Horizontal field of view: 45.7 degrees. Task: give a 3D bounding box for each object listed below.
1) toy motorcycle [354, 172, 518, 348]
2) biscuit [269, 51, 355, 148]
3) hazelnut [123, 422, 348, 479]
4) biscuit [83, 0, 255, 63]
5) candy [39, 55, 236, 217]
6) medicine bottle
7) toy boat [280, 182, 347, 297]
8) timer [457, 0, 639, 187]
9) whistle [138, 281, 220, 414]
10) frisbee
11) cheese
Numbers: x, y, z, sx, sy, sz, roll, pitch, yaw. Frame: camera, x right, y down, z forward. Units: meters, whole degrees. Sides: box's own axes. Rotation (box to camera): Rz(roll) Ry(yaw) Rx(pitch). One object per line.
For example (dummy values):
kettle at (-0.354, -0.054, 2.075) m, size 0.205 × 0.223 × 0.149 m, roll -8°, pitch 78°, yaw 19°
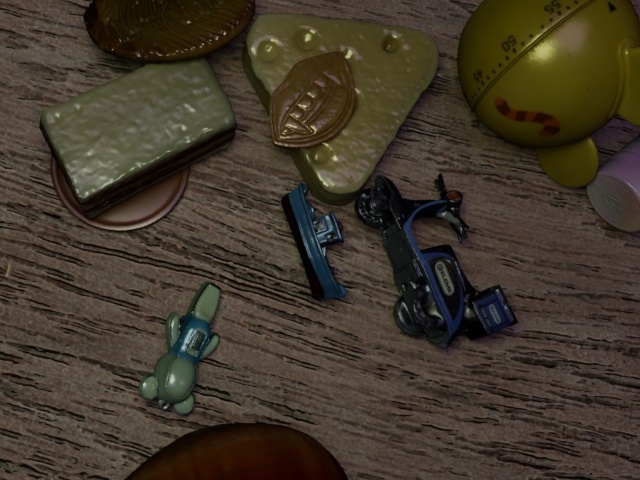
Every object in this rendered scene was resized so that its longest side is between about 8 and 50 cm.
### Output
toy motorcycle at (0.209, 0.028, 1.426) m, size 0.212 × 0.125 × 0.359 m, roll -21°, pitch 84°, yaw -22°
biscuit at (-0.012, -0.251, 1.384) m, size 0.142 × 0.029 × 0.221 m, roll 38°, pitch 75°, yaw -1°
hazelnut at (-0.143, 0.456, 1.165) m, size 0.409 × 0.359 × 0.359 m, roll -13°, pitch 80°, yaw -8°
biscuit at (-0.275, -0.427, 1.398) m, size 0.317 × 0.040 × 0.318 m, roll -2°, pitch 47°, yaw 2°
candy at (-0.320, -0.196, 1.353) m, size 0.320 × 0.135 × 0.179 m, roll -30°, pitch 84°, yaw -18°
medicine bottle at (0.675, -0.144, 1.526) m, size 0.254 × 0.152 × 0.152 m, roll -36°, pitch 86°, yaw -16°
toy boat at (0.000, 0.000, 1.402) m, size 0.097 × 0.100 × 0.223 m, roll -20°, pitch 83°, yaw 0°
timer at (0.455, -0.312, 1.427) m, size 0.376 × 0.376 × 0.387 m, roll -36°, pitch 80°, yaw -15°
whistle at (-0.235, 0.183, 1.334) m, size 0.114 × 0.077 × 0.236 m, roll 32°, pitch 66°, yaw -31°
frisbee at (-0.369, -0.137, 1.408) m, size 0.250 × 0.021 × 0.251 m, roll 2°, pitch 76°, yaw -9°
cheese at (0.006, -0.299, 1.467) m, size 0.384 × 0.104 × 0.384 m, roll 2°, pitch 78°, yaw -10°
